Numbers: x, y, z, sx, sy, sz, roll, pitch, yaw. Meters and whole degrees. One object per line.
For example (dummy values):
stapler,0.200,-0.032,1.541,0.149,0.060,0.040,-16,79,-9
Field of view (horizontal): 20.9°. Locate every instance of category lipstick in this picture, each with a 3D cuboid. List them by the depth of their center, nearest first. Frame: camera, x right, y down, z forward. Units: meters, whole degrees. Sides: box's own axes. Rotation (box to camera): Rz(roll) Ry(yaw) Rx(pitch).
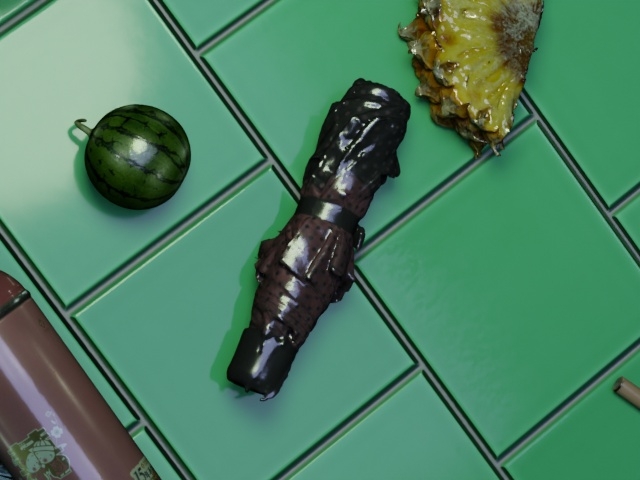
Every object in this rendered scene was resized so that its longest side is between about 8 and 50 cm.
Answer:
lipstick,0.337,0.170,1.756,0.094,0.019,0.019,35,79,-10

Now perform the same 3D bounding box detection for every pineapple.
pineapple,0.140,-0.205,1.707,0.135,0.079,0.233,18,76,-21

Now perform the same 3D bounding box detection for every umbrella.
umbrella,0.000,0.000,1.648,0.094,0.090,0.326,25,81,-14

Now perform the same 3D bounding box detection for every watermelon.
watermelon,-0.173,-0.079,1.604,0.109,0.109,0.109,1,86,-14

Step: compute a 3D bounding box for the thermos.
thermos,-0.275,0.137,1.569,0.109,0.136,0.330,-39,96,-41
